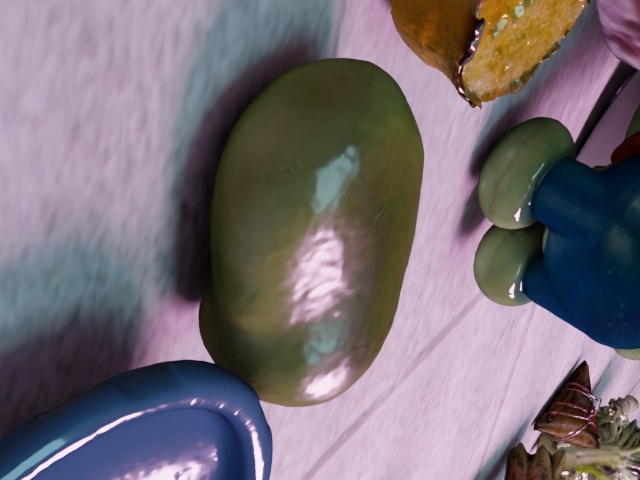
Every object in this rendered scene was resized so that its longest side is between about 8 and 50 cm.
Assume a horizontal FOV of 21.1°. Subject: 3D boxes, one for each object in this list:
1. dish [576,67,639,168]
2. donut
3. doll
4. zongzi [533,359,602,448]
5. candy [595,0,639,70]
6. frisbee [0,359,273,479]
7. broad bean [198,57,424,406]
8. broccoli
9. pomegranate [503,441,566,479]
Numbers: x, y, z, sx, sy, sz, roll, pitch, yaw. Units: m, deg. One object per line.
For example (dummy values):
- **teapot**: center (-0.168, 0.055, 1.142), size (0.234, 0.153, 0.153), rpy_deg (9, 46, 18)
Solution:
- **dish**: center (0.309, -0.043, 1.333), size (0.316, 0.106, 0.316), rpy_deg (-33, 145, -27)
- **donut**: center (0.090, -0.146, 0.785), size (0.146, 0.078, 0.181), rpy_deg (-37, 158, -44)
- **doll**: center (0.261, -0.033, 1.114), size (0.322, 0.186, 0.198), rpy_deg (-33, 144, -21)
- **zongzi**: center (0.249, 0.155, 1.683), size (0.083, 0.067, 0.073), rpy_deg (-60, 162, -68)
- **candy**: center (0.231, -0.187, 0.929), size (0.214, 0.157, 0.289), rpy_deg (-59, 160, -8)
- **frisbee**: center (-0.135, 0.161, 0.733), size (0.289, 0.049, 0.289), rpy_deg (-40, 152, -26)
- **broad bean**: center (0.000, 0.000, 0.768), size (0.124, 0.082, 0.174), rpy_deg (-39, 154, -44)
- **broccoli**: center (0.279, 0.227, 1.798), size (0.122, 0.118, 0.204), rpy_deg (-33, 152, 23)
- **pomegranate**: center (0.192, 0.293, 1.598), size (0.159, 0.159, 0.205), rpy_deg (61, 34, -68)
